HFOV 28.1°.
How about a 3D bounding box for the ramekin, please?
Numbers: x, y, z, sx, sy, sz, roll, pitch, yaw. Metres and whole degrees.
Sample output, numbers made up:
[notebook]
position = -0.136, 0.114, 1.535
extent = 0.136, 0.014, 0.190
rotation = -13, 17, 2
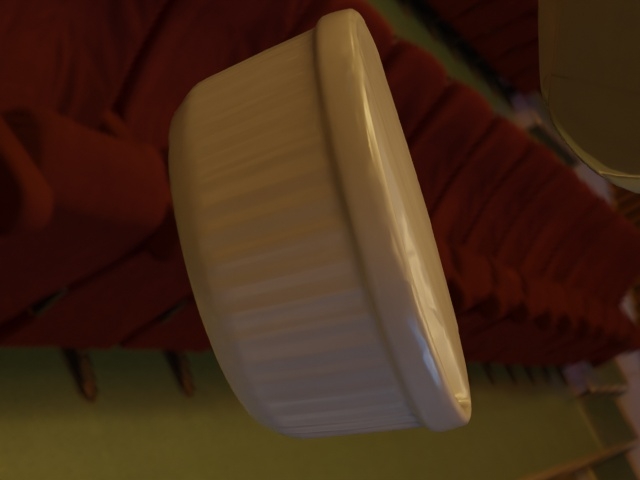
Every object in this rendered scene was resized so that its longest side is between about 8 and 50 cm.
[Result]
[ramekin]
position = 0.000, 0.000, 0.807
extent = 0.273, 0.127, 0.273
rotation = -16, 90, -82

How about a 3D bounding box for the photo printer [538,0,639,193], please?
[photo printer]
position = 0.213, -0.144, 0.345
extent = 0.107, 0.307, 0.256
rotation = 28, -61, 60
